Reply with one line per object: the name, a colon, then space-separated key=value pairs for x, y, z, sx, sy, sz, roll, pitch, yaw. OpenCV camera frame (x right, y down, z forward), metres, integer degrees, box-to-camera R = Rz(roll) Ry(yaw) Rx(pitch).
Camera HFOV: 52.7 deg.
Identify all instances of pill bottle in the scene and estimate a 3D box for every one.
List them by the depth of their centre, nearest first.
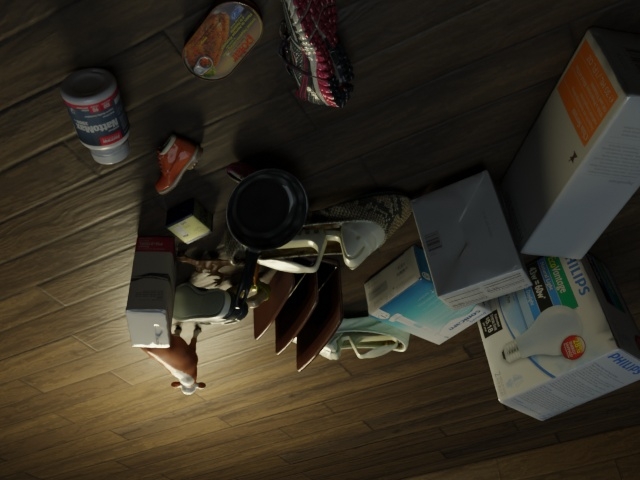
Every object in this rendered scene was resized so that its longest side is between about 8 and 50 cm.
pill bottle: x=-0.448 y=-0.247 z=1.314 sx=0.108 sy=0.108 sz=0.180 roll=-4 pitch=140 yaw=-1

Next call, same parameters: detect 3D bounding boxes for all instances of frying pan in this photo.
frying pan: x=-0.121 y=-0.013 z=1.500 sx=0.197 sy=0.053 sz=0.326 roll=-11 pitch=116 yaw=-21

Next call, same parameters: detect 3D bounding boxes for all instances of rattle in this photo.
rattle: x=-0.247 y=0.123 z=1.807 sx=0.199 sy=0.130 sz=0.143 roll=2 pitch=136 yaw=35

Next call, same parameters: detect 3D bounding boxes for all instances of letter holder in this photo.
letter holder: x=-0.069 y=0.212 z=1.812 sx=0.152 sy=0.214 sz=0.302 roll=14 pitch=137 yaw=-21

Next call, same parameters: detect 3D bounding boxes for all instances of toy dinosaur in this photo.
toy dinosaur: x=-0.279 y=0.066 z=1.737 sx=0.211 sy=0.064 sz=0.112 roll=-3 pitch=139 yaw=-2

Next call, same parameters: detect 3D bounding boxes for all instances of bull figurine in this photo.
bull figurine: x=-0.434 y=0.326 z=1.935 sx=0.101 sy=0.188 sz=0.310 roll=-15 pitch=139 yaw=13

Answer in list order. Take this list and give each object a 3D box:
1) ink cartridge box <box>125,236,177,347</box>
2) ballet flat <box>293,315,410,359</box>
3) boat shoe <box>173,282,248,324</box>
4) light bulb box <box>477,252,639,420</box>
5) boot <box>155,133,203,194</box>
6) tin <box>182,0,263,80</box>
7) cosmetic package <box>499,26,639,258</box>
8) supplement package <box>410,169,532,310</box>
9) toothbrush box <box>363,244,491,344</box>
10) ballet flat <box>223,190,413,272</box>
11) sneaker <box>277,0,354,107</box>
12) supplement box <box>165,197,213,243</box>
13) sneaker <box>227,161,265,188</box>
ink cartridge box: x=-0.431 y=0.133 z=1.666 sx=0.100 sy=0.237 sz=0.172 roll=1 pitch=139 yaw=-7
ballet flat: x=0.086 y=0.305 z=2.004 sx=0.400 sy=0.139 sz=0.139 roll=-5 pitch=140 yaw=1
boat shoe: x=-0.315 y=0.182 z=1.772 sx=0.091 sy=0.114 sz=0.302 roll=25 pitch=167 yaw=-39
light bulb box: x=0.671 y=0.260 z=1.829 sx=0.225 sy=0.358 sz=0.361 roll=28 pitch=130 yaw=-35
boot: x=-0.342 y=-0.173 z=1.457 sx=0.084 sy=0.059 sz=0.158 roll=29 pitch=122 yaw=-29
tin: x=-0.186 y=-0.384 z=1.232 sx=0.106 sy=0.040 sz=0.189 roll=30 pitch=129 yaw=-29
cosmetic package: x=0.566 y=-0.190 z=1.385 sx=0.161 sy=0.230 sz=0.453 roll=5 pitch=138 yaw=-10
supplement package: x=0.359 y=0.005 z=1.551 sx=0.204 sy=0.262 sz=0.145 roll=-22 pitch=152 yaw=20
toothbrush box: x=0.308 y=0.164 z=1.860 sx=0.295 sy=0.126 sz=0.216 roll=25 pitch=131 yaw=-29
ballet flat: x=0.000 y=0.000 z=1.592 sx=0.482 sy=0.182 sz=0.164 roll=-6 pitch=139 yaw=2
sneaker: x=-0.032 y=-0.375 z=1.202 sx=0.112 sy=0.121 sz=0.299 roll=12 pitch=140 yaw=29
supplement box: x=-0.324 y=-0.048 z=1.602 sx=0.083 sy=0.056 sz=0.083 roll=-23 pitch=136 yaw=21
sneaker: x=-0.157 y=-0.123 z=1.522 sx=0.170 sy=0.063 sz=0.075 roll=24 pitch=126 yaw=-36
